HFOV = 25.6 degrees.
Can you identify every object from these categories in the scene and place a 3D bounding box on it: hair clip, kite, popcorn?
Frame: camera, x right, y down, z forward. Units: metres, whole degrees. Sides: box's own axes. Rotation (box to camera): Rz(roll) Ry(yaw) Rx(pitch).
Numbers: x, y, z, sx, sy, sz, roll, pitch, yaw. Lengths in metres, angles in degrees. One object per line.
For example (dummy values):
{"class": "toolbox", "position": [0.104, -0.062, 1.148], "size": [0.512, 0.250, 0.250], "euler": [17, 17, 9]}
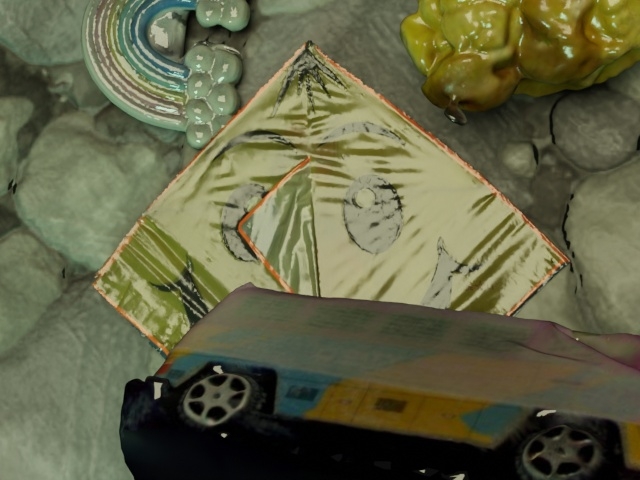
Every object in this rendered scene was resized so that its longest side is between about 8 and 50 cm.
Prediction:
{"class": "hair clip", "position": [-0.126, -0.186, 1.166], "size": [0.140, 0.054, 0.220], "euler": [5, 82, 2]}
{"class": "kite", "position": [0.000, 0.000, 1.100], "size": [0.377, 0.013, 0.328], "euler": [-6, 78, 10]}
{"class": "popcorn", "position": [0.153, -0.182, 1.055], "size": [0.194, 0.140, 0.163], "euler": [-23, 81, 18]}

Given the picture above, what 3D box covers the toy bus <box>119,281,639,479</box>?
{"class": "toy bus", "position": [0.076, 0.133, 0.920], "size": [0.386, 0.171, 0.162], "euler": [6, 43, 26]}
